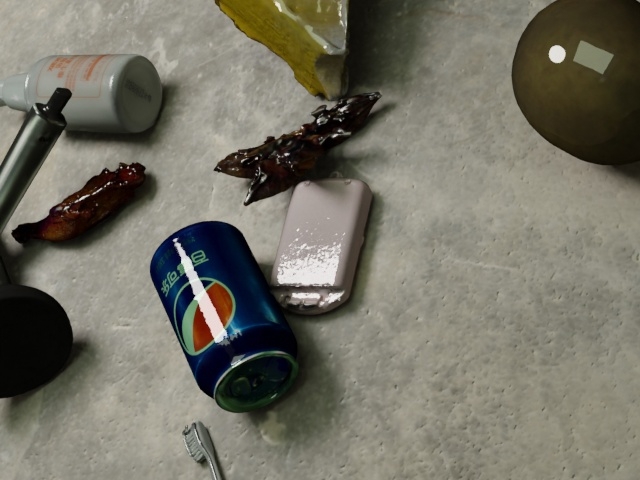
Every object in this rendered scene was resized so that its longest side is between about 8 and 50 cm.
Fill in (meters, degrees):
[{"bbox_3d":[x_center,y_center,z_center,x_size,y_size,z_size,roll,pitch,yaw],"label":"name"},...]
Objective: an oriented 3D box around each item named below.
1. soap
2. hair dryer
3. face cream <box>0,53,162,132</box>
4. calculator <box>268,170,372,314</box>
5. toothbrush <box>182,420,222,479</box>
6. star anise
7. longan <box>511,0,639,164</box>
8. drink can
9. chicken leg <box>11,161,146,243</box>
[{"bbox_3d":[-0.125,-0.333,1.531,0.338,0.169,0.304,4,69,1],"label":"soap"},{"bbox_3d":[-0.388,-0.022,1.545,0.284,0.155,0.320,-63,38,36],"label":"hair dryer"},{"bbox_3d":[-0.332,-0.194,1.689,0.251,0.101,0.101,5,67,32],"label":"face cream"},{"bbox_3d":[0.000,0.000,1.431,0.100,0.032,0.175,0,64,30],"label":"calculator"},{"bbox_3d":[-0.090,0.305,1.322,0.024,0.021,0.288,-41,50,18],"label":"toothbrush"},{"bbox_3d":[-0.033,-0.096,1.469,0.212,0.053,0.157,-17,28,23],"label":"star anise"},{"bbox_3d":[0.279,-0.163,1.280,0.189,0.189,0.189,-14,58,23],"label":"longan"},{"bbox_3d":[-0.103,0.080,1.394,0.118,0.118,0.205,-36,53,8],"label":"drink can"},{"bbox_3d":[-0.305,-0.041,1.623,0.205,0.053,0.093,-27,30,6],"label":"chicken leg"}]
